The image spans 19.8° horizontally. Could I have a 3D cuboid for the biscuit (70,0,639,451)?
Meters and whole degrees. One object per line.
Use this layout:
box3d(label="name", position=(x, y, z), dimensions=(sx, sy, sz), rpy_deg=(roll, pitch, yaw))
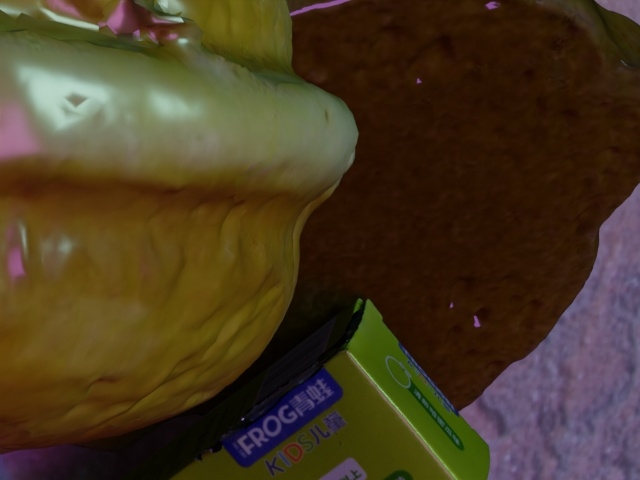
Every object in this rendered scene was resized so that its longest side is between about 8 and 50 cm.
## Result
box3d(label="biscuit", position=(0.000, 0.000, 0.950), dimensions=(0.359, 0.074, 0.381), rpy_deg=(-9, 142, -9))

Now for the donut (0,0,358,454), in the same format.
box3d(label="donut", position=(-0.210, -0.027, 0.617), dimensions=(0.449, 0.449, 0.198), rpy_deg=(-1, 91, -29))

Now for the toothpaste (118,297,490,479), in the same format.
box3d(label="toothpaste", position=(-0.067, 0.169, 0.962), dimensions=(0.327, 0.077, 0.110), rpy_deg=(-38, 99, 17))
